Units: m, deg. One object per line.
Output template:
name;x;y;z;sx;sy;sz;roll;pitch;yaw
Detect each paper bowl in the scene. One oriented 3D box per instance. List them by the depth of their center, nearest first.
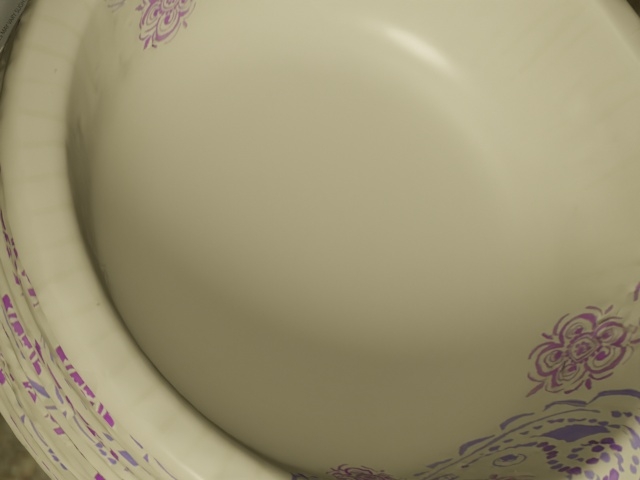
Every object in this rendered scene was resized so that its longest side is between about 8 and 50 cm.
paper bowl;0.000;0.000;0.699;0.284;0.148;0.284;9;67;-21

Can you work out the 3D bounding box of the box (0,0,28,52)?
box;-0.206;-0.119;0.779;0.231;0.127;0.262;29;77;3
